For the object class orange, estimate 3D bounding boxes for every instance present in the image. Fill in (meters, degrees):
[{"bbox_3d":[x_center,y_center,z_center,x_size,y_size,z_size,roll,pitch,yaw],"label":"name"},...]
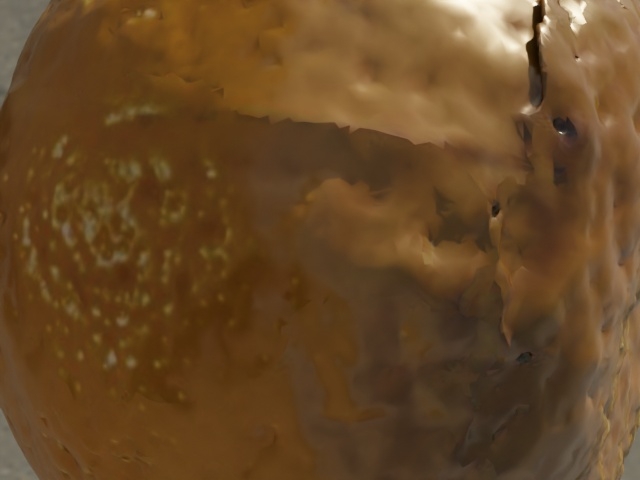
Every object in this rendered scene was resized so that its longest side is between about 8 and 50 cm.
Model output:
[{"bbox_3d":[0.000,0.000,0.803,0.340,0.293,0.341,12,90,-74],"label":"orange"}]
